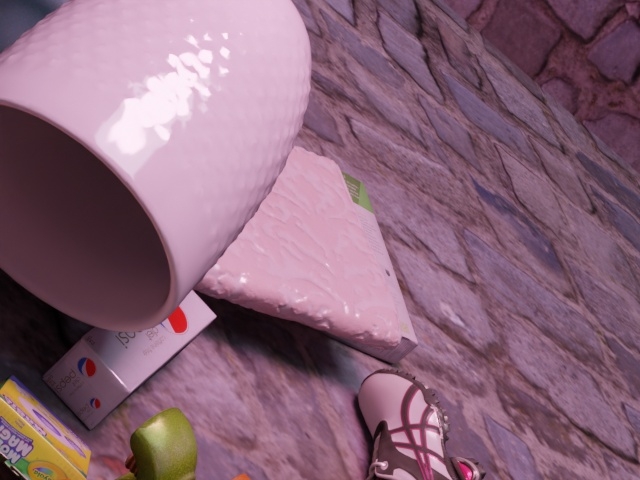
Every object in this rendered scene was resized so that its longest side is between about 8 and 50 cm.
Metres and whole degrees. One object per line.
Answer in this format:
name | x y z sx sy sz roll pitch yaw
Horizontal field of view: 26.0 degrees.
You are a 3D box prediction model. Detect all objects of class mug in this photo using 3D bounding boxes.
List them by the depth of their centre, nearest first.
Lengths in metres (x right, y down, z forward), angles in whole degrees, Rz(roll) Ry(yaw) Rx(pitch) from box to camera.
mug | -0.200 -0.150 1.338 0.374 0.276 0.328 37 54 1

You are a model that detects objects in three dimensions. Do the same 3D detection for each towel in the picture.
towel | -0.067 -0.023 1.697 0.332 0.053 0.317 19 36 -38

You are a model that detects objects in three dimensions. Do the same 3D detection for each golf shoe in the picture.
golf shoe | 0.098 0.250 1.619 0.120 0.105 0.273 -7 37 -27

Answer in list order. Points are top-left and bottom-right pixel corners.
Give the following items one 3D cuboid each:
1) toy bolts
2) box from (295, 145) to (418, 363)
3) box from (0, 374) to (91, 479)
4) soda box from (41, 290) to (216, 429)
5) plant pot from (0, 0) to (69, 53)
toy bolts | -0.153 0.276 1.049 0.158 0.228 0.218 43 29 14
box | 0.000 0.000 1.881 0.232 0.058 0.322 27 33 -36
box | -0.246 0.170 1.172 0.105 0.043 0.179 45 -3 -7
soda box | -0.190 0.107 1.414 0.074 0.069 0.216 47 26 0
plant pot | -0.328 -0.269 1.542 0.271 0.272 0.255 -5 71 -59
